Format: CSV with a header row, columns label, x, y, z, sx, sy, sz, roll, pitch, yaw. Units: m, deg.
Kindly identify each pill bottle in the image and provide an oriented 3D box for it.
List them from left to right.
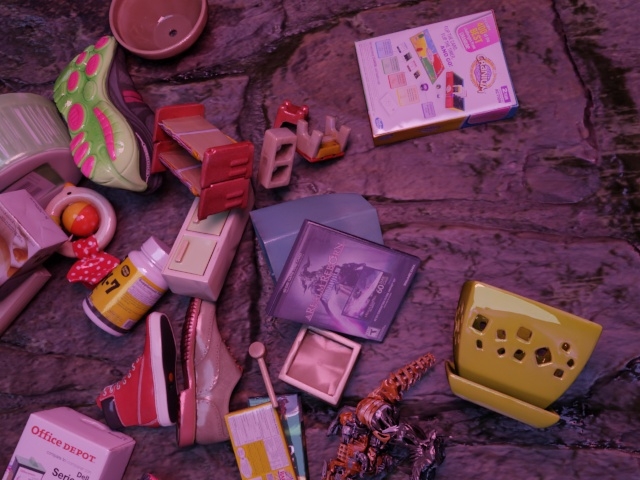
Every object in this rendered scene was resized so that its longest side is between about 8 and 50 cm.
label,x,y,z,sx,sy,sz,roll,pitch,yaw
pill bottle,-0.406,0.098,1.207,0.119,0.119,0.208,42,87,14

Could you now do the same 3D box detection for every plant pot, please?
label,x,y,z,sx,sy,sz,roll,pitch,yaw
plant pot,-0.379,-0.534,1.338,0.237,0.110,0.237,-1,78,7
plant pot,0.000,0.000,1.122,0.234,0.165,0.166,-21,118,-8
plant pot,0.350,0.208,1.025,0.227,0.228,0.207,19,89,12

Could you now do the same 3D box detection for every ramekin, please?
label,x,y,z,sx,sy,sz,roll,pitch,yaw
ramekin,-0.680,-0.166,1.217,0.303,0.303,0.148,-39,83,-1

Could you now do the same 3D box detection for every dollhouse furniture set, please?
label,x,y,z,sx,sy,sz,roll,pitch,yaw
dollhouse furniture set,-0.145,-0.193,1.179,0.374,0.152,0.201,-18,46,-38

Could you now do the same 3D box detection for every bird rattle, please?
label,x,y,z,sx,sy,sz,roll,pitch,yaw
bird rattle,-0.555,-0.019,1.244,0.253,0.143,0.207,26,82,11

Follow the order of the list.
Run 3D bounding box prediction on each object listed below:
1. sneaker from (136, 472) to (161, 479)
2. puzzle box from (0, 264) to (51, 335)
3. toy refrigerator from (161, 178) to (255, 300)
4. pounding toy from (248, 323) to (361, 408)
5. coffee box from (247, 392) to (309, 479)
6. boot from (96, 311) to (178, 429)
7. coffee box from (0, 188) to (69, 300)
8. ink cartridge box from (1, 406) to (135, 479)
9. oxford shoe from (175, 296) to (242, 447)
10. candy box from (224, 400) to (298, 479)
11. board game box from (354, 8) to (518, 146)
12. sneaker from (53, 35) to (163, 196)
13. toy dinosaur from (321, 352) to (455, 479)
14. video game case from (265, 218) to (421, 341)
label,x,y,z,sx,sy,sz,roll,pitch,yaw
sneaker,-0.382,0.625,1.102,0.112,0.121,0.299,33,93,-17
puzzle box,-0.852,0.040,1.300,0.409,0.052,0.272,44,97,14
toy refrigerator,-0.232,-0.016,1.170,0.102,0.094,0.270,11,59,11
pounding toy,-0.045,0.263,1.124,0.206,0.094,0.181,22,72,12
coffee box,-0.087,0.414,1.134,0.113,0.040,0.184,-7,78,6
boot,-0.405,0.282,1.189,0.176,0.088,0.244,-6,81,9
coffee box,-0.676,0.026,1.147,0.246,0.098,0.141,-39,95,15
ink cartridge box,-0.545,0.519,1.141,0.201,0.117,0.278,19,82,12
oxford shoe,-0.233,0.254,1.171,0.130,0.123,0.348,5,76,-18
candy box,-0.112,0.431,1.088,0.105,0.027,0.206,-16,87,1
board game box,0.252,-0.362,1.233,0.316,0.064,0.242,-10,77,6
sneaker,-0.479,-0.286,1.275,0.185,0.202,0.483,-28,59,13
toy dinosaur,0.128,0.371,1.065,0.218,0.164,0.322,30,106,29
video game case,0.050,0.087,1.077,0.274,0.026,0.196,18,103,-29
